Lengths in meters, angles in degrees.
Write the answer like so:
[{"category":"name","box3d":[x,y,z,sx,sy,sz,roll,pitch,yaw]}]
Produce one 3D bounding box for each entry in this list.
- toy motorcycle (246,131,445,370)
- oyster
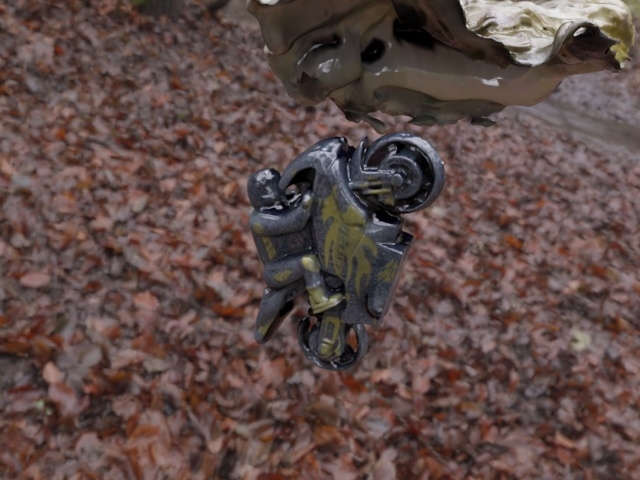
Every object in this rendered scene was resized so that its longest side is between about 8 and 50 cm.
[{"category":"toy motorcycle","box3d":[0.000,0.000,0.553,0.124,0.193,0.061,27,29,9]},{"category":"oyster","box3d":[0.108,-0.162,0.627,0.351,0.115,0.238,-5,-3,-26]}]
